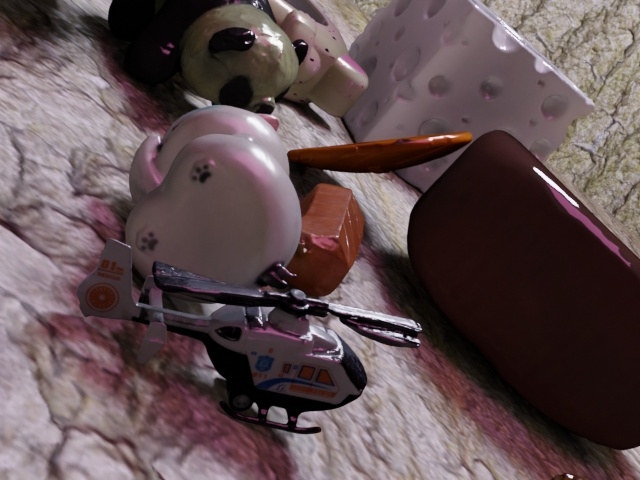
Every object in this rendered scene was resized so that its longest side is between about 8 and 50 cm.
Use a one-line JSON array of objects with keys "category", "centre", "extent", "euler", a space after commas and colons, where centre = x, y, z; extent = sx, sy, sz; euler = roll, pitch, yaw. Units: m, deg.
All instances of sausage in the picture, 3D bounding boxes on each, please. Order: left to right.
[{"category": "sausage", "centre": [0.001, 0.001, 0.866], "extent": [0.065, 0.065, 0.169], "euler": [39, 17, -6]}]

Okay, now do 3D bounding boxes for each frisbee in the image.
[{"category": "frisbee", "centre": [0.061, -0.086, 1.105], "extent": [0.192, 0.192, 0.035], "euler": [-26, 111, -72]}]

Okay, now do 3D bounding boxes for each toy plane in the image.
[{"category": "toy plane", "centre": [-0.043, 0.055, 0.610], "extent": [0.197, 0.078, 0.053], "euler": [18, 26, -20]}]

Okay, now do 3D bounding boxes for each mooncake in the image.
[{"category": "mooncake", "centre": [0.222, 0.042, 1.062], "extent": [0.326, 0.174, 0.334], "euler": [31, 16, -40]}]

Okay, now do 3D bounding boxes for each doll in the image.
[{"category": "doll", "centre": [-0.104, -0.193, 1.020], "extent": [0.143, 0.135, 0.234], "euler": [26, 25, -36]}, {"category": "doll", "centre": [-0.069, -0.031, 0.712], "extent": [0.107, 0.110, 0.181], "euler": [36, 15, -22]}]

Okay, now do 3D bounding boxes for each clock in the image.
[{"category": "clock", "centre": [-0.088, -0.292, 1.341], "extent": [0.309, 0.114, 0.284], "euler": [28, 19, -39]}]

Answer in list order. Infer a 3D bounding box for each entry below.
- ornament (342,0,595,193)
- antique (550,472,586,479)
[{"category": "ornament", "centre": [0.185, -0.208, 1.506], "extent": [0.239, 0.240, 0.239], "euler": [32, 17, -27]}, {"category": "antique", "centre": [0.107, 0.201, 0.531], "extent": [0.087, 0.093, 0.310], "euler": [45, 16, 13]}]
